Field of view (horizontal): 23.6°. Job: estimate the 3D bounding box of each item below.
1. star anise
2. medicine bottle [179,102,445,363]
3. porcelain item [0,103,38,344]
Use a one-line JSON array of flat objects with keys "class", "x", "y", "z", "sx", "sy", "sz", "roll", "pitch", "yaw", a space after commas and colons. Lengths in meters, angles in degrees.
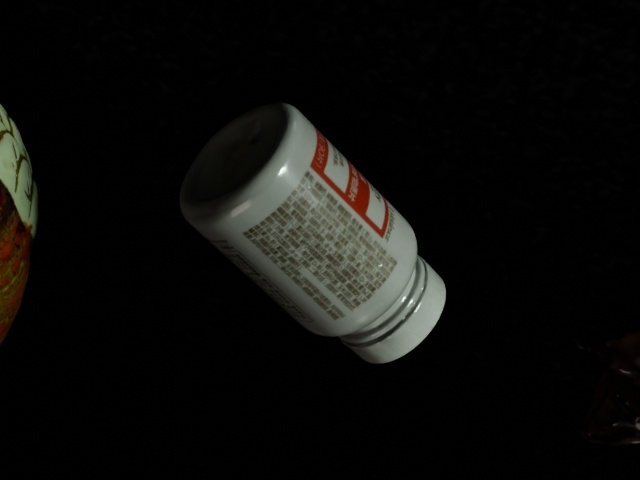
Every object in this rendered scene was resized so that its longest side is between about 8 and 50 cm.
[{"class": "star anise", "x": 0.226, "y": 0.081, "z": 0.799, "sx": 0.157, "sy": 0.053, "sz": 0.212, "roll": 36, "pitch": 143, "yaw": -18}, {"class": "medicine bottle", "x": 0.000, "y": 0.000, "z": 0.793, "sx": 0.079, "sy": 0.079, "sz": 0.140, "roll": -15, "pitch": 132, "yaw": 43}, {"class": "porcelain item", "x": -0.282, "y": -0.020, "z": 0.851, "sx": 0.253, "sy": 0.253, "sz": 0.253, "roll": 16, "pitch": 147, "yaw": 10}]
